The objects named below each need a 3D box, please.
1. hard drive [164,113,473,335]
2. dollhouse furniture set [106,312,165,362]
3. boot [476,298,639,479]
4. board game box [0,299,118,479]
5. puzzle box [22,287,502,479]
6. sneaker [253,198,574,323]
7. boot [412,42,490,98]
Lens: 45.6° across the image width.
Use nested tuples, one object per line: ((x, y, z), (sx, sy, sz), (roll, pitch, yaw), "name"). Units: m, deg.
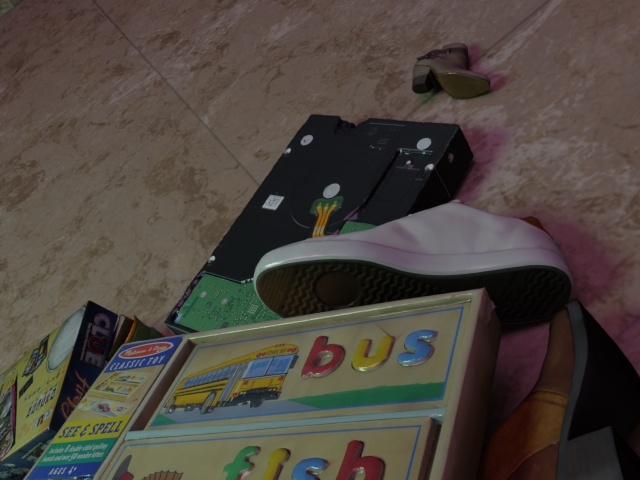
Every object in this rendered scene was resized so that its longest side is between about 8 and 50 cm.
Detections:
((0.000, 0.000, 0.876), (0.237, 0.064, 0.339), (11, 59, 41), "hard drive")
((-0.214, 0.163, 0.869), (0.058, 0.076, 0.151), (2, 63, 38), "dollhouse furniture set")
((0.122, 0.186, 0.611), (0.280, 0.096, 0.264), (-35, 23, 28), "boot")
((-0.334, 0.194, 0.887), (0.243, 0.042, 0.165), (-35, 36, 35), "board game box")
((-0.067, 0.167, 0.625), (0.409, 0.052, 0.272), (-12, 29, 28), "puzzle box")
((0.083, 0.022, 0.736), (0.290, 0.106, 0.123), (0, 37, 1), "sneaker")
((0.173, -0.223, 0.982), (0.118, 0.042, 0.087), (7, 49, 31), "boot")
